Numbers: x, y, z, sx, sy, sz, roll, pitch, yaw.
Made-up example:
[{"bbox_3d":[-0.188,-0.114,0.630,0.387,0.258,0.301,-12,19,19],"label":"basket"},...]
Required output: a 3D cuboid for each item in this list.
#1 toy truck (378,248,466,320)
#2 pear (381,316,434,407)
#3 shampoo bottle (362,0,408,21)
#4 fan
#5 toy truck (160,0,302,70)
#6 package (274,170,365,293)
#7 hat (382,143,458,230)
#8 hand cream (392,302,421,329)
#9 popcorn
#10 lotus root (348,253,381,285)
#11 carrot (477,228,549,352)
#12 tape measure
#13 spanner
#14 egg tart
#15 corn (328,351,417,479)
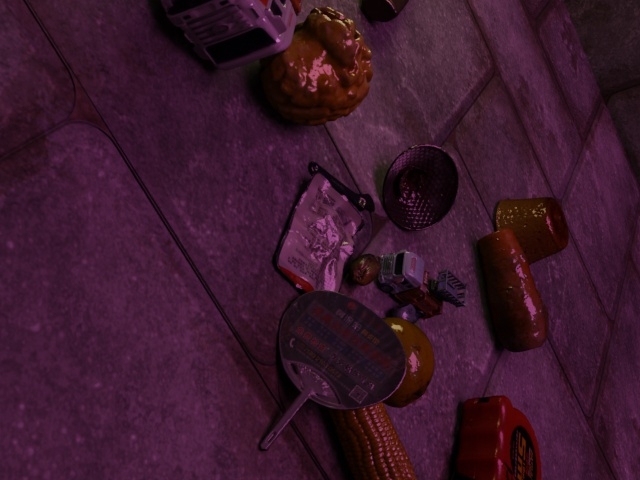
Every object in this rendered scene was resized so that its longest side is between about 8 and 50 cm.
[{"bbox_3d":[0.206,0.087,1.556,0.178,0.115,0.080,38,49,-37],"label":"toy truck"},{"bbox_3d":[0.137,0.221,1.380,0.149,0.149,0.162,22,38,-47],"label":"pear"},{"bbox_3d":[0.183,-0.649,1.835,0.125,0.084,0.350,46,45,-29],"label":"shampoo bottle"},{"bbox_3d":[0.032,0.219,1.248,0.223,0.012,0.294,12,59,-6],"label":"fan"},{"bbox_3d":[-0.119,-0.464,1.296,0.207,0.173,0.387,50,39,-42],"label":"toy truck"},{"bbox_3d":[0.000,0.000,1.388,0.166,0.040,0.231,43,54,-31],"label":"package"},{"bbox_3d":[0.204,-0.122,1.672,0.193,0.082,0.193,-7,107,-24],"label":"hat"},{"bbox_3d":[0.185,0.216,1.540,0.095,0.046,0.174,-21,100,-55],"label":"hand cream"},{"bbox_3d":[0.002,-0.313,1.371,0.226,0.203,0.200,21,49,-27],"label":"popcorn"},{"bbox_3d":[0.087,0.055,1.466,0.054,0.049,0.099,51,34,4],"label":"lotus root"},{"bbox_3d":[0.475,0.127,1.890,0.139,0.139,0.301,-4,73,-53],"label":"carrot"},{"bbox_3d":[0.386,0.483,1.643,0.260,0.114,0.253,48,43,-36],"label":"tape measure"},{"bbox_3d":[0.046,-0.105,1.506,0.208,0.012,0.046,31,53,-42],"label":"spanner"},{"bbox_3d":[0.584,-0.037,2.075,0.203,0.147,0.202,27,54,-44],"label":"egg tart"},{"bbox_3d":[0.076,0.331,1.305,0.106,0.106,0.305,-28,94,-53],"label":"corn"}]
